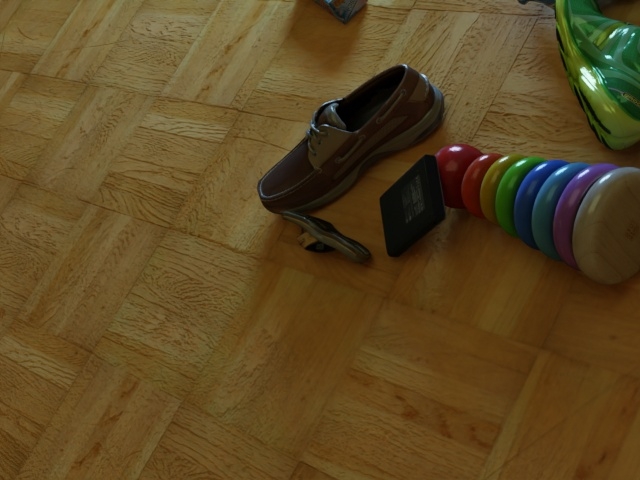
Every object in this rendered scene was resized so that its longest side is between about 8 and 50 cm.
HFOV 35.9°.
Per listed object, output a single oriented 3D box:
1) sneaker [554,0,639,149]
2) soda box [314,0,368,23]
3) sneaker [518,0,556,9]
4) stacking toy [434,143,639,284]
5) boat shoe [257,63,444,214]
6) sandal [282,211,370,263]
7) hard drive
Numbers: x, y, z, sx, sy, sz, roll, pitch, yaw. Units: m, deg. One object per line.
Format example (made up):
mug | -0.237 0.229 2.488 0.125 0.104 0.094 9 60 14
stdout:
sneaker | 0.392 -0.242 1.320 0.123 0.109 0.296 -17 53 8
soda box | 0.009 -0.459 1.781 0.063 0.058 0.183 -44 43 2
sneaker | 0.378 -0.380 1.440 0.211 0.081 0.080 11 58 22
stacking toy | 0.264 -0.054 1.263 0.141 0.141 0.330 -54 37 -9
boat shoe | 0.029 -0.161 1.507 0.324 0.116 0.123 -35 45 11
sandal | 0.000 0.000 1.458 0.180 0.072 0.049 33 103 41
hard drive | 0.124 -0.045 1.355 0.135 0.022 0.094 136 132 -56
